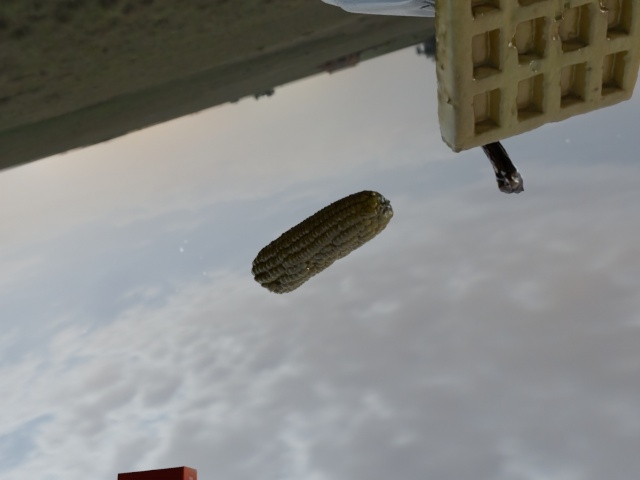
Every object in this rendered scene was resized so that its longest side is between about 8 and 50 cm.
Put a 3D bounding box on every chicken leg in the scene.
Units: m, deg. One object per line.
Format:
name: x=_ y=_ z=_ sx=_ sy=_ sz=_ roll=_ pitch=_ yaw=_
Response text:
chicken leg: x=0.299 y=-0.256 z=1.341 sx=0.157 sy=0.407 sz=0.096 roll=8 pitch=147 yaw=-8

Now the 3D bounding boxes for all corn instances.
corn: x=-0.004 y=0.000 z=1.270 sx=0.313 sy=0.102 sz=0.102 roll=-36 pitch=-179 yaw=34

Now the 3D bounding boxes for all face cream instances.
face cream: x=0.113 y=-0.423 z=1.253 sx=0.143 sy=0.089 sz=0.314 roll=-1 pitch=-155 yaw=-43

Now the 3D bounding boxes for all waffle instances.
waffle: x=0.242 y=-0.225 z=0.788 sx=0.247 sy=0.221 sz=0.055 roll=-18 pitch=-141 yaw=-8

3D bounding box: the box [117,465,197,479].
box: x=-0.211 y=0.372 z=0.927 sx=0.100 sy=0.152 sz=0.048 roll=-9 pitch=156 yaw=13
